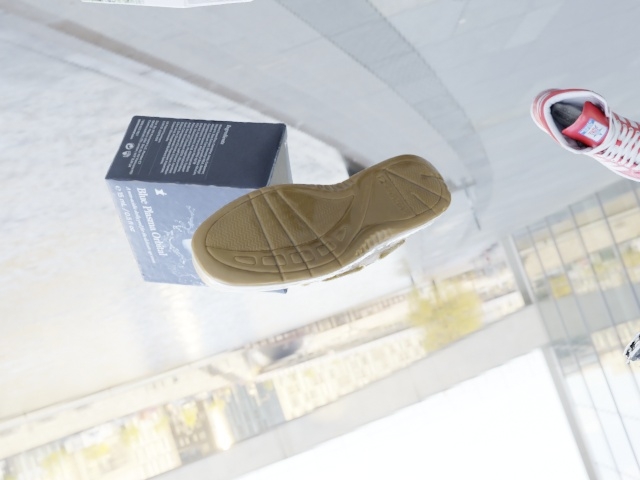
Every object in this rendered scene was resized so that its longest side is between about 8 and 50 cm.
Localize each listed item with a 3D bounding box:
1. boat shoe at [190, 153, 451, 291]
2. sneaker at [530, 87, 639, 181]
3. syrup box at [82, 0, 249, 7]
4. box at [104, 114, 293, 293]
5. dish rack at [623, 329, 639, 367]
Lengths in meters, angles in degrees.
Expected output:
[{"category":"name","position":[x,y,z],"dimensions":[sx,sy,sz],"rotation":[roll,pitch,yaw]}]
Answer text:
[{"category":"boat shoe","position":[0.000,0.000,0.517],"dimensions":[0.170,0.063,0.059],"rotation":[-16,157,-31]},{"category":"sneaker","position":[0.196,-0.068,0.593],"dimensions":[0.118,0.042,0.067],"rotation":[24,-168,7]},{"category":"syrup box","position":[-0.181,-0.317,1.009],"dimensions":[0.096,0.093,0.236],"rotation":[-18,-156,-39]},{"category":"box","position":[-0.109,-0.034,0.884],"dimensions":[0.158,0.093,0.156],"rotation":[4,139,11]},{"category":"dish rack","position":[0.409,0.076,0.774],"dimensions":[0.271,0.074,0.208],"rotation":[-13,157,4]}]
